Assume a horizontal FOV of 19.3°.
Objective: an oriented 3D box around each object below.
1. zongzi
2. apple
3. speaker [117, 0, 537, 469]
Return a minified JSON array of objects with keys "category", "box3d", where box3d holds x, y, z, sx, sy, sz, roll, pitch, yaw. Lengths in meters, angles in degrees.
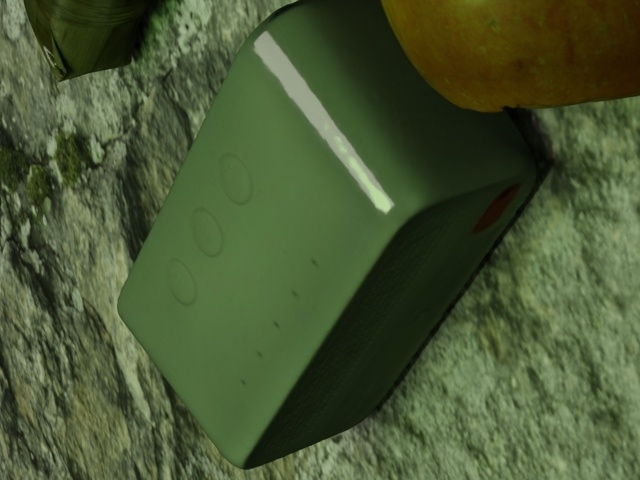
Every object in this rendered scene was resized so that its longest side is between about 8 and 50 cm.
[{"category":"zongzi","box3d":[-0.232,-0.304,1.787,0.242,0.112,0.221,66,148,20]},{"category":"apple","box3d":[0.146,-0.173,1.147,0.237,0.237,0.207,37,147,47]},{"category":"speaker","box3d":[0.000,0.000,1.466,0.184,0.183,0.406,57,142,22]}]
